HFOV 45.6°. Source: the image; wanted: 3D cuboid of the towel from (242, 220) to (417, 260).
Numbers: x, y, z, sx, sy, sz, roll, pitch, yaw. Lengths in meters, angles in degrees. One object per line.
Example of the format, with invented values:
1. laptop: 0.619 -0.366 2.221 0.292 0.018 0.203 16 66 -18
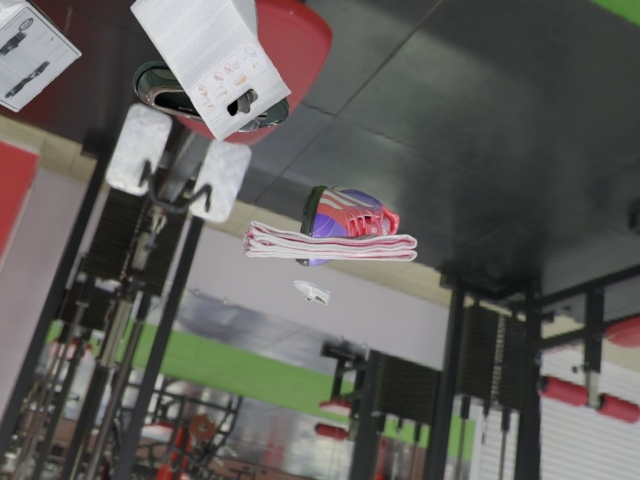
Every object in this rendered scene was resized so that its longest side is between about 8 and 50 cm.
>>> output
1. towel: 0.000 0.000 0.708 0.144 0.029 0.197 2 -179 -6

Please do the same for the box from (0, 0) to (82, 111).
1. box: -0.522 -0.323 1.260 0.087 0.169 0.290 47 179 0

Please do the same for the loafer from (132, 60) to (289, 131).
1. loafer: -0.165 -0.216 1.225 0.267 0.084 0.096 6 122 -30

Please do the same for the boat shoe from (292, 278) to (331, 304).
1. boat shoe: -0.020 0.108 1.577 0.035 0.035 0.100 -8 152 45

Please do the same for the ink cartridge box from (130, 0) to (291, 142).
1. ink cartridge box: -0.139 -0.267 1.020 0.181 0.056 0.224 -23 105 48

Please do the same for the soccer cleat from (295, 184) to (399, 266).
1. soccer cleat: 0.044 -0.022 1.119 0.116 0.108 0.318 14 -169 10
